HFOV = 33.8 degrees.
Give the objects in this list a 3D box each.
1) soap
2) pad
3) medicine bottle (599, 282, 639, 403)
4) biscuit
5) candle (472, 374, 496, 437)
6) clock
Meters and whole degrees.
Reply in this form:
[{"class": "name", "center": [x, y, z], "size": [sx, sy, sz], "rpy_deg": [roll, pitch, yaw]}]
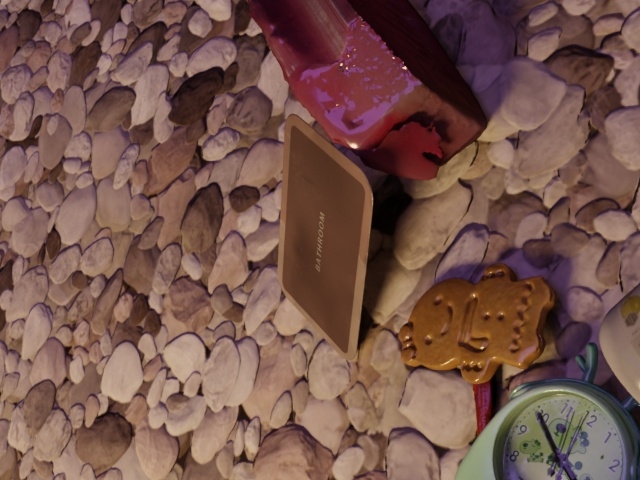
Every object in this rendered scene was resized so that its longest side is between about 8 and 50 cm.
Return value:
[{"class": "soap", "center": [0.047, -0.210, 1.202], "size": [0.127, 0.220, 0.325], "rpy_deg": [-45, 51, 25]}, {"class": "pad", "center": [0.000, 0.000, 1.203], "size": [0.176, 0.002, 0.266], "rpy_deg": [44, 142, 41]}, {"class": "medicine bottle", "center": [0.353, 0.052, 0.887], "size": [0.215, 0.135, 0.135], "rpy_deg": [-49, 50, 27]}, {"class": "biscuit", "center": [0.163, 0.083, 1.112], "size": [0.184, 0.027, 0.133], "rpy_deg": [11, 72, 49]}, {"class": "candle", "center": [0.170, 0.198, 1.085], "size": [0.026, 0.021, 0.167], "rpy_deg": [-14, 66, 38]}, {"class": "clock", "center": [0.235, 0.205, 0.989], "size": [0.159, 0.066, 0.211], "rpy_deg": [37, 97, 36]}]
